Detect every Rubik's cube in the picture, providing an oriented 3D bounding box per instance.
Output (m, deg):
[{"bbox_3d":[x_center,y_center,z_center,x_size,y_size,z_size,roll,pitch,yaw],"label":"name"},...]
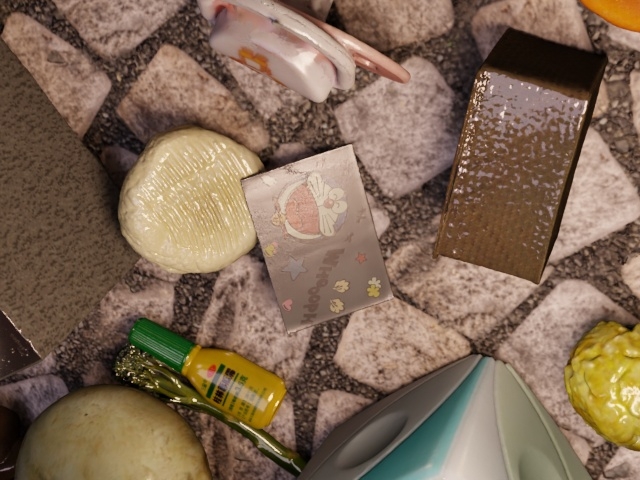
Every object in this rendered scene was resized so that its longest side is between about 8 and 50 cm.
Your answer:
[{"bbox_3d":[0.173,0.414,1.776,0.352,0.351,0.347,-30,101,32],"label":"Rubik's cube"}]

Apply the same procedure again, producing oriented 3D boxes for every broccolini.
[{"bbox_3d":[-0.166,0.293,2.016,0.392,0.079,0.074,36,163,0],"label":"broccolini"}]

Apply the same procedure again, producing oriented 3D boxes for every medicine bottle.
[{"bbox_3d":[-0.180,0.199,1.969,0.260,0.064,0.095,29,111,7],"label":"medicine bottle"}]

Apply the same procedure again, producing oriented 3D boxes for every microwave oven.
[{"bbox_3d":[-0.501,-0.055,1.789,0.236,0.374,0.432,-24,109,38],"label":"microwave oven"}]

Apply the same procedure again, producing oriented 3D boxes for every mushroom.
[{"bbox_3d":[-0.309,0.394,1.960,0.352,0.260,0.352,12,112,30],"label":"mushroom"}]

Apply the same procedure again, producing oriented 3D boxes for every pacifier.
[{"bbox_3d":[-0.024,-0.298,1.586,0.332,0.273,0.220,28,148,4],"label":"pacifier"}]

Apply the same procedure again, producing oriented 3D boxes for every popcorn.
[{"bbox_3d":[0.433,0.192,1.687,0.212,0.198,0.198,-10,114,-4],"label":"popcorn"}]

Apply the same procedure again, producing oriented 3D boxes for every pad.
[{"bbox_3d":[0.000,0.000,1.788,0.170,0.006,0.245,-18,109,-6],"label":"pad"}]

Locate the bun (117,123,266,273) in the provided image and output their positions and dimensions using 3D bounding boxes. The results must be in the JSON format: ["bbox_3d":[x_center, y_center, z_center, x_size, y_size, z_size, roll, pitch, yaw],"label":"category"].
[{"bbox_3d":[-0.182,-0.058,1.798,0.220,0.134,0.220,-5,109,-14],"label":"bun"}]

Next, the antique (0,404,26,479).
[{"bbox_3d":[-0.497,0.360,2.135,0.257,0.121,0.143,23,114,8],"label":"antique"}]

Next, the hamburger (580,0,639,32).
[{"bbox_3d":[0.384,-0.385,1.377,0.291,0.225,0.291,10,125,15],"label":"hamburger"}]

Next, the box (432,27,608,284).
[{"bbox_3d":[0.252,-0.104,1.587,0.143,0.184,0.273,18,119,13],"label":"box"}]
